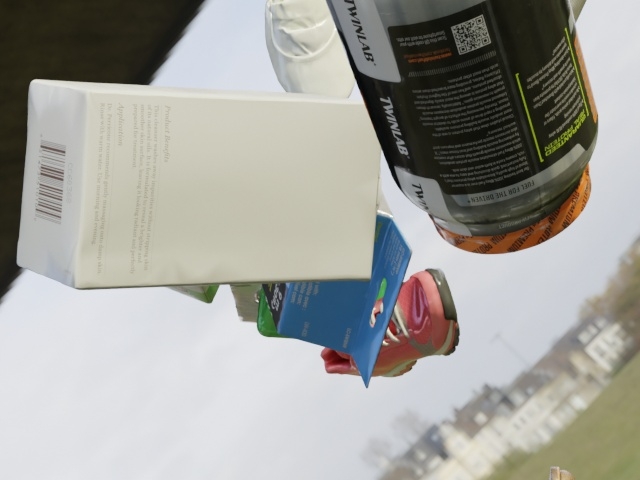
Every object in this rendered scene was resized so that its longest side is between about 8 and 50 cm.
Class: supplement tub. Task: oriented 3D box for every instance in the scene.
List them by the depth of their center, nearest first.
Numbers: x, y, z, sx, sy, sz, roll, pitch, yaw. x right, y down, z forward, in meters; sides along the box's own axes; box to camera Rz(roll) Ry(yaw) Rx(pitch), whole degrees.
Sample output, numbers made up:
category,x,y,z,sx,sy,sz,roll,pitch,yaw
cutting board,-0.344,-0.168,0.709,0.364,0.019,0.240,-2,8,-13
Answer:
category,x,y,z,sx,sy,sz,roll,pitch,yaw
supplement tub,0.127,-0.151,1.202,0.193,0.194,0.316,-40,-50,-21

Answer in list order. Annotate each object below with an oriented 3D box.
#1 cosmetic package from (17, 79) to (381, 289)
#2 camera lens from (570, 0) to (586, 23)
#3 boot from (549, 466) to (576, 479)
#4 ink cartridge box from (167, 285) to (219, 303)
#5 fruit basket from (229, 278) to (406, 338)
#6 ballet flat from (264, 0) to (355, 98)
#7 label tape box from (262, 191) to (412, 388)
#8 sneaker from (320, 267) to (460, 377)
category,x,y,z,sx,sy,sz,roll,pitch,yaw
cosmetic package,-0.125,-0.064,1.567,0.385,0.156,0.217,1,-81,-36
camera lens,0.265,-0.399,1.809,0.274,0.219,0.219,-64,-14,-3
boot,0.399,0.411,2.045,0.305,0.115,0.112,57,-144,-51
ink cartridge box,-0.264,-0.025,2.238,0.289,0.211,0.121,81,-148,-71
fruit basket,0.015,0.100,2.383,0.353,0.327,0.165,83,-169,-79
ballet flat,-0.033,-0.384,2.136,0.139,0.400,0.139,-5,-26,-2
label tape box,0.000,0.000,1.882,0.106,0.333,0.240,1,-53,-18
sneaker,0.093,0.137,1.995,0.136,0.116,0.314,-10,-19,-23
